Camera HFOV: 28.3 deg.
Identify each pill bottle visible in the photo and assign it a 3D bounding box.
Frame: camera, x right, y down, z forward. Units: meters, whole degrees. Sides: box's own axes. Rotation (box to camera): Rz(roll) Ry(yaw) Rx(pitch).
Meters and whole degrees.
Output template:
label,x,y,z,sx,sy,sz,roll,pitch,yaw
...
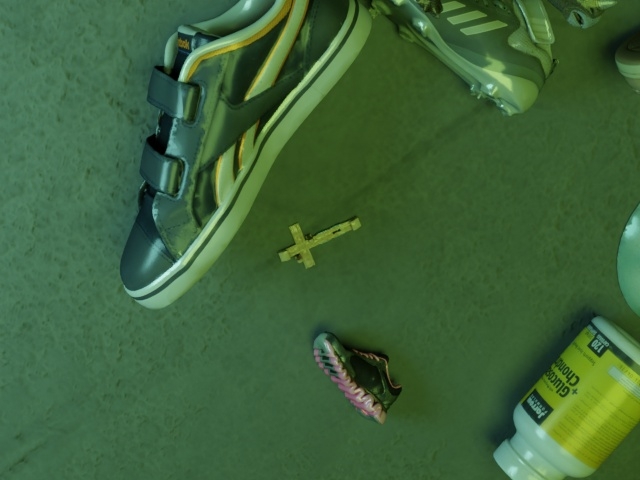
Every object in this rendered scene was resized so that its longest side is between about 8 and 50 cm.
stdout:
label,x,y,z,sx,sy,sz,roll,pitch,yaw
pill bottle,0.264,0.175,1.295,0.103,0.103,0.184,36,99,-24

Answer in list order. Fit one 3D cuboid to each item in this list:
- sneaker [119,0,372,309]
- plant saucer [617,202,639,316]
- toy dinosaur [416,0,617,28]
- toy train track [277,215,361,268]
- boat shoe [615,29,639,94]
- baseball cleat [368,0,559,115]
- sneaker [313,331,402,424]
label,x,y,z,sx,sy,sz,roll,pitch,yaw
sneaker,-0.098,-0.101,1.078,0.127,0.126,0.321,34,89,-29
plant saucer,0.402,0.014,1.304,0.195,0.037,0.195,-5,112,-13
toy dinosaur,0.105,-0.272,0.992,0.160,0.121,0.313,-28,139,33
toy train track,0.000,0.000,1.203,0.083,0.014,0.048,-25,116,-5
boat shoe,0.441,-0.173,1.190,0.341,0.121,0.110,-14,114,-10
baseball cleat,0.129,-0.203,1.135,0.206,0.072,0.109,39,82,-27
sneaker,0.040,0.126,1.255,0.057,0.047,0.119,-45,119,-15
